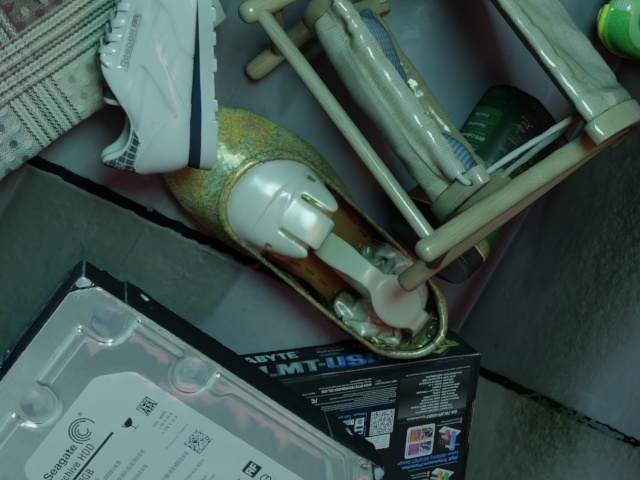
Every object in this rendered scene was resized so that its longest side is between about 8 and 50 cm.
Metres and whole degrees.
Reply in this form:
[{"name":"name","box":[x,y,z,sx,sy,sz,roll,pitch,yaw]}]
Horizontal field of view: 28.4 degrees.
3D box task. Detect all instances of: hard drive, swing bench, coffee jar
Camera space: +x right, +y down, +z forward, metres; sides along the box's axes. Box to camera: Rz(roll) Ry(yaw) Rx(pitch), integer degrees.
[{"name":"hard drive","box":[-0.143,0.199,1.135,0.339,0.064,0.237,36,100,-19]},{"name":"swing bench","box":[0.107,-0.138,1.050,0.254,0.165,0.253,-35,82,-8]},{"name":"coffee jar","box":[0.150,-0.053,1.207,0.184,0.079,0.096,-51,124,-13]}]

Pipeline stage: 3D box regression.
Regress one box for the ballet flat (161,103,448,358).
[{"name":"ballet flat","box":[0.000,0.000,1.152,0.123,0.123,0.348,-49,123,0]}]

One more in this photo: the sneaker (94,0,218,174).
[{"name":"sneaker","box":[-0.129,-0.164,0.979,0.094,0.090,0.235,-2,107,-7]}]

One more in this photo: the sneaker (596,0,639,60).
[{"name":"sneaker","box":[0.404,-0.201,1.261,0.295,0.123,0.109,13,105,-29]}]

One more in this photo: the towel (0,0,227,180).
[{"name":"towel","box":[-0.271,-0.209,0.977,0.324,0.056,0.312,-36,119,-6]}]

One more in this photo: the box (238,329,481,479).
[{"name":"box","box":[0.010,0.249,1.287,0.295,0.073,0.293,-6,114,-24]}]
